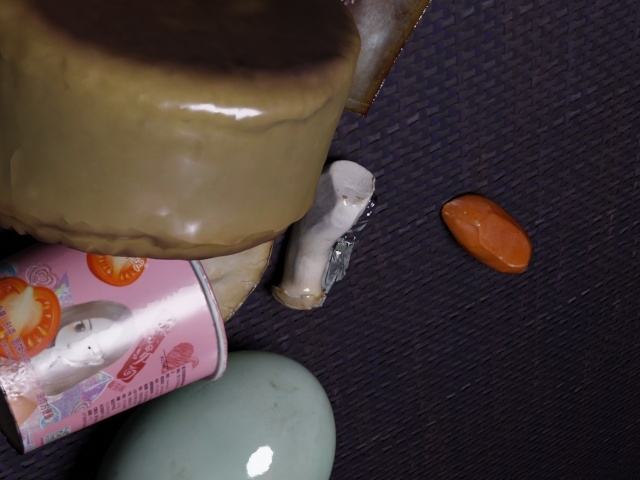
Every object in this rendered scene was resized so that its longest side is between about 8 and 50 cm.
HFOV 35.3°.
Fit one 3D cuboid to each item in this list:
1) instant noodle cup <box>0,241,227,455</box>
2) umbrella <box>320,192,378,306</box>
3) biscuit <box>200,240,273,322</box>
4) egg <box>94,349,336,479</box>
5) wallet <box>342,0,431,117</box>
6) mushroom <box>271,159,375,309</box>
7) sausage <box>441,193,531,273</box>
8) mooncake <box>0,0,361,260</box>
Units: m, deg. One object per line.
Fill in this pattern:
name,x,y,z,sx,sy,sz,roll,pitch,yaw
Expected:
instant noodle cup,-0.259,0.092,1.088,0.231,0.243,0.243,-25,135,-26
umbrella,0.029,0.013,1.391,0.050,0.046,0.188,15,116,-21
biscuit,-0.125,0.024,1.295,0.141,0.038,0.290,-5,126,-33
egg,-0.145,0.316,1.344,0.389,0.276,0.276,-48,137,9
wallet,0.069,-0.276,1.197,0.137,0.031,0.255,16,112,-42
mushroom,-0.003,-0.002,1.328,0.081,0.092,0.223,-10,137,-46
sausage,0.256,-0.008,1.512,0.179,0.089,0.089,32,102,-37
mooncake,-0.176,-0.149,0.984,0.394,0.393,0.246,18,119,1
